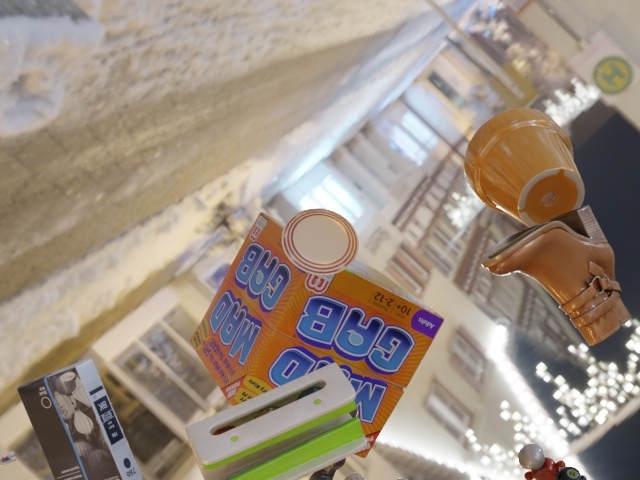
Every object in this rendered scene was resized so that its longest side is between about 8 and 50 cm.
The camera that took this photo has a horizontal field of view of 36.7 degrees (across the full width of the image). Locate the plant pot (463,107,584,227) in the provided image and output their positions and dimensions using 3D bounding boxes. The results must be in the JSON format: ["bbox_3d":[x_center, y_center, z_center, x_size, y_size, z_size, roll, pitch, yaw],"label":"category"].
[{"bbox_3d":[0.394,-0.119,1.800,0.205,0.205,0.188,-47,-152,15],"label":"plant pot"}]

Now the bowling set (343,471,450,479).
[{"bbox_3d":[0.180,0.657,2.205,0.287,0.199,0.154,-1,-154,14],"label":"bowling set"}]

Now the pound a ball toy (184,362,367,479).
[{"bbox_3d":[-0.089,0.354,1.610,0.319,0.208,0.136,-22,-145,-13],"label":"pound a ball toy"}]

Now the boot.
[{"bbox_3d":[0.402,0.076,1.613,0.283,0.220,0.109,-18,176,-44],"label":"boot"}]

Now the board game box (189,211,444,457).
[{"bbox_3d":[-0.019,0.203,2.160,0.356,0.357,0.356,-61,-154,4],"label":"board game box"}]

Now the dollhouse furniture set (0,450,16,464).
[{"bbox_3d":[-0.472,0.319,1.307,0.081,0.091,0.114,-6,178,26],"label":"dollhouse furniture set"}]

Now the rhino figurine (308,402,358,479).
[{"bbox_3d":[0.014,0.391,1.782,0.106,0.073,0.243,-22,127,-65],"label":"rhino figurine"}]

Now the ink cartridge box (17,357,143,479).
[{"bbox_3d":[-0.469,0.415,1.926,0.165,0.332,0.065,-23,-177,24],"label":"ink cartridge box"}]

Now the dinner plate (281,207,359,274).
[{"bbox_3d":[0.000,0.000,1.745,0.141,0.141,0.017,-47,-165,30],"label":"dinner plate"}]

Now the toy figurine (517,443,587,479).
[{"bbox_3d":[0.471,0.560,2.050,0.209,0.148,0.213,-48,-154,-6],"label":"toy figurine"}]
